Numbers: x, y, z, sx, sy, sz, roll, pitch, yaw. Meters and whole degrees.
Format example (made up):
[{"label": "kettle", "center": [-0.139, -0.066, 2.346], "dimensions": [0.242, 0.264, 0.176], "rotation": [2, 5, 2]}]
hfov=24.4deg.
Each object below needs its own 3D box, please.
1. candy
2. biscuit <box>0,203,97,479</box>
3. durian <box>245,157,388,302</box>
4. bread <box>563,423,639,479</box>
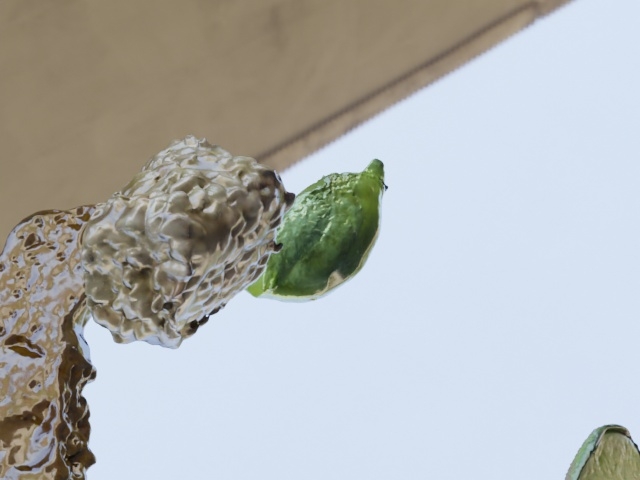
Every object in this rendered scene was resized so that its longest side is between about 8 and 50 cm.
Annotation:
[{"label": "candy", "center": [-0.070, -0.001, 0.751], "dimensions": [0.110, 0.085, 0.095], "rotation": [-51, -25, -47]}, {"label": "biscuit", "center": [-0.209, 0.120, 0.909], "dimensions": [0.047, 0.183, 0.319], "rotation": [59, -129, -70]}, {"label": "durian", "center": [0.000, 0.000, 1.901], "dimensions": [0.250, 0.101, 0.139], "rotation": [-30, -44, -28]}, {"label": "bread", "center": [0.288, 0.300, 1.511], "dimensions": [0.228, 0.033, 0.228], "rotation": [1, -91, -58]}]
